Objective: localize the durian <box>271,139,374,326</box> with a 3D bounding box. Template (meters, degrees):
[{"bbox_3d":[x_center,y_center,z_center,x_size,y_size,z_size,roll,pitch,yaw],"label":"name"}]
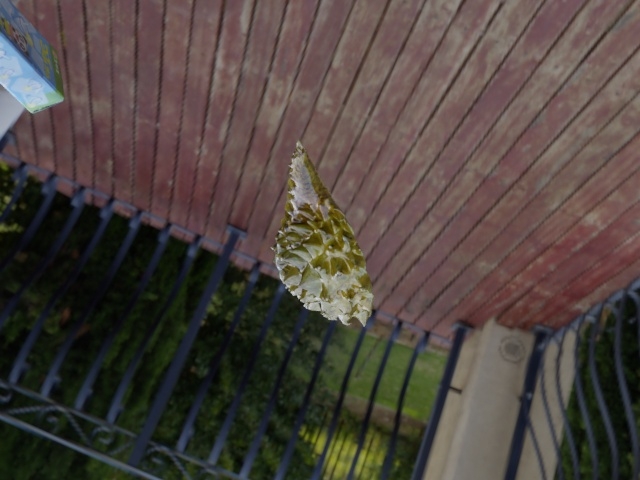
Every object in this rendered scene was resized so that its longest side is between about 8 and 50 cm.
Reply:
[{"bbox_3d":[-0.012,0.002,0.869,0.140,0.078,0.224,-128,17,-59],"label":"durian"}]

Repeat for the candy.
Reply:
[{"bbox_3d":[-0.436,-0.273,1.184,0.062,0.097,0.194,-22,152,7],"label":"candy"}]
